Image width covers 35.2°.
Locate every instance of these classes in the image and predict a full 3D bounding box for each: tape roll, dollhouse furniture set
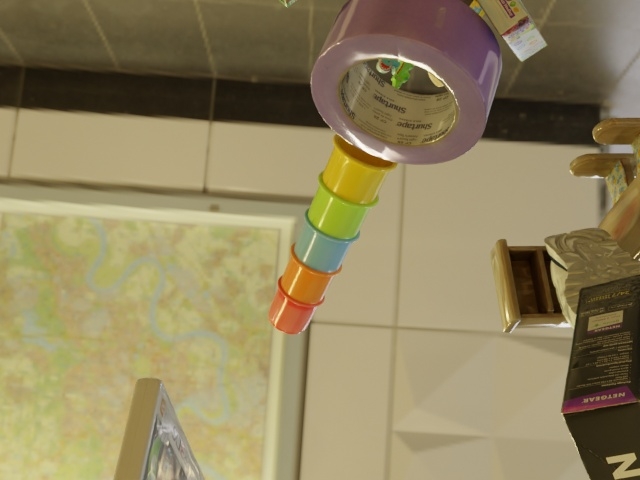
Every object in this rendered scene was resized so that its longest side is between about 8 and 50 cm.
[{"bbox_3d":[0.090,-0.171,1.060,0.189,0.080,0.189,14,146,10],"label":"tape roll"},{"bbox_3d":[0.309,0.008,1.142,0.161,0.212,0.242,-1,152,-9],"label":"dollhouse furniture set"}]

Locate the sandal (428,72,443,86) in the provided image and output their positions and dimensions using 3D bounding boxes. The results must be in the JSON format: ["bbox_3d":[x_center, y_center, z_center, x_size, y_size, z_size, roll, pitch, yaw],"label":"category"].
[{"bbox_3d":[0.220,-0.378,1.954,0.079,0.088,0.240,-27,158,-25],"label":"sandal"}]

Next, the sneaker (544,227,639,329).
[{"bbox_3d":[0.285,0.067,1.019,0.090,0.094,0.235,-6,-159,7],"label":"sneaker"}]

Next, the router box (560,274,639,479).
[{"bbox_3d":[0.195,0.128,0.588,0.046,0.178,0.133,-17,-160,26],"label":"router box"}]

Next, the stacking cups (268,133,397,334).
[{"bbox_3d":[0.000,0.000,1.426,0.096,0.096,0.316,10,123,-27],"label":"stacking cups"}]

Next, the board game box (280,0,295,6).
[{"bbox_3d":[0.039,-0.437,1.381,0.030,0.260,0.136,47,170,19],"label":"board game box"}]

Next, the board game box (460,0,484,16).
[{"bbox_3d":[0.236,-0.395,1.512,0.048,0.141,0.170,37,-179,-13],"label":"board game box"}]

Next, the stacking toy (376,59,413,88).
[{"bbox_3d":[0.133,-0.340,1.709,0.052,0.221,0.167,25,169,-11],"label":"stacking toy"}]

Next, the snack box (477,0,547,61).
[{"bbox_3d":[0.178,-0.263,1.052,0.037,0.141,0.100,-33,162,18],"label":"snack box"}]

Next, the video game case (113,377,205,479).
[{"bbox_3d":[-0.114,0.221,0.695,0.022,0.190,0.173,-1,139,9],"label":"video game case"}]
